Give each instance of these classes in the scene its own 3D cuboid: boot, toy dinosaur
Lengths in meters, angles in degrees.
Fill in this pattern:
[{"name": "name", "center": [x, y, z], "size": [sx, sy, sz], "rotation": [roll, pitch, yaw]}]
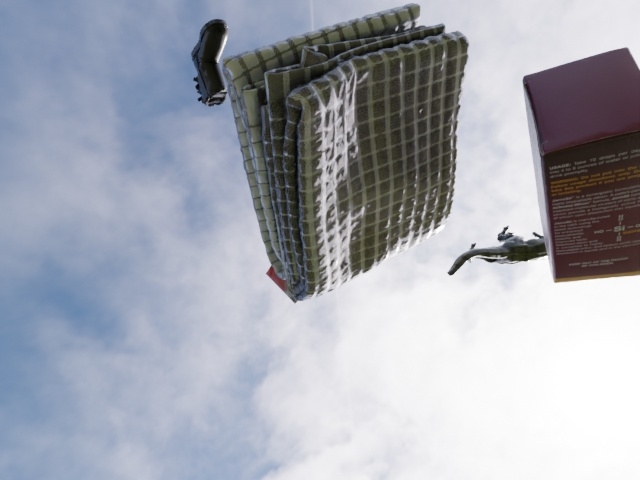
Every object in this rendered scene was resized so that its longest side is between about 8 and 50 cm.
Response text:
[{"name": "boot", "center": [-0.179, -0.292, 0.713], "size": [0.045, 0.121, 0.099], "rotation": [-10, -99, -39]}, {"name": "toy dinosaur", "center": [0.329, 0.018, 0.758], "size": [0.267, 0.118, 0.064], "rotation": [-7, -78, -8]}]

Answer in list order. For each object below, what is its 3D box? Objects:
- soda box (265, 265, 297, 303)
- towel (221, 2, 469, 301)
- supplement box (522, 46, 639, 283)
[{"name": "soda box", "center": [0.000, 0.000, 0.793], "size": [0.092, 0.083, 0.263], "rotation": [44, -51, 11]}, {"name": "towel", "center": [0.044, -0.084, 0.474], "size": [0.234, 0.121, 0.284], "rotation": [-25, -45, -21]}, {"name": "supplement box", "center": [0.243, -0.055, 0.386], "size": [0.080, 0.104, 0.188], "rotation": [-10, -41, 25]}]
